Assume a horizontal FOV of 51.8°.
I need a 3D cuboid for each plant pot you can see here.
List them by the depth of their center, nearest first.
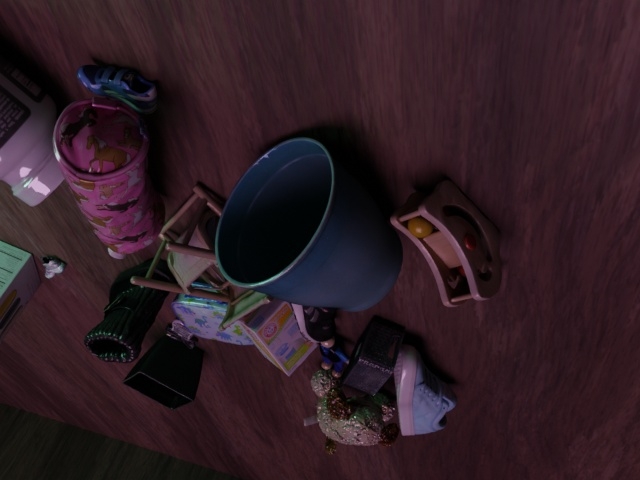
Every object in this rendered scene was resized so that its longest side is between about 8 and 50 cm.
[{"bbox_3d":[0.000,0.000,1.158,0.271,0.272,0.255,-12,148,40],"label":"plant pot"},{"bbox_3d":[-0.468,0.398,2.045,0.188,0.167,0.187,35,145,-16],"label":"plant pot"}]

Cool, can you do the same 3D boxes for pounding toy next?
[{"bbox_3d":[0.214,0.031,1.150,0.269,0.154,0.155,41,142,-24],"label":"pounding toy"}]

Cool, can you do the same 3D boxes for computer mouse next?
[{"bbox_3d":[-0.396,0.256,1.922,0.106,0.042,0.193,31,151,-4],"label":"computer mouse"}]

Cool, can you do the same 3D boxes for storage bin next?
[{"bbox_3d":[0.125,0.278,1.573,0.084,0.122,0.180,22,146,1],"label":"storage bin"}]

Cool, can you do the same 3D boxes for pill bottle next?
[{"bbox_3d":[-0.627,-0.240,1.211,0.210,0.210,0.363,-16,130,43],"label":"pill bottle"}]

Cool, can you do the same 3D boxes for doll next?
[{"bbox_3d":[0.030,0.288,1.695,0.129,0.046,0.189,31,155,26],"label":"doll"}]

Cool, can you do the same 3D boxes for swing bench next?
[{"bbox_3d":[-0.235,0.050,1.434,0.254,0.165,0.253,31,145,-20],"label":"swing bench"}]

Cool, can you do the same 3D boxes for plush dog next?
[{"bbox_3d":[0.083,0.479,1.759,0.262,0.211,0.225,28,165,-10],"label":"plush dog"}]

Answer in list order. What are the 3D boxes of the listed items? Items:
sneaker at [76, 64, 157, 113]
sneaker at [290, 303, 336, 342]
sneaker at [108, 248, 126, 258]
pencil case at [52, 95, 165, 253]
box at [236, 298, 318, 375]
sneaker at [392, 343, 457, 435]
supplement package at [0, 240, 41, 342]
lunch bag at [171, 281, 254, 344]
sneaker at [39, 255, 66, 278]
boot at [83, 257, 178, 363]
[{"bbox_3d":[-0.349,-0.275,1.145,0.144,0.053,0.059,20,148,-12],"label":"sneaker"},{"bbox_3d":[0.009,0.142,1.475,0.124,0.107,0.283,0,141,21],"label":"sneaker"},{"bbox_3d":[-0.483,0.003,1.607,0.061,0.054,0.152,17,146,3],"label":"sneaker"},{"bbox_3d":[-0.383,-0.108,1.239,0.160,0.167,0.386,50,160,12],"label":"pencil case"},{"bbox_3d":[-0.110,0.218,1.608,0.103,0.114,0.203,28,156,43],"label":"box"},{"bbox_3d":[0.261,0.366,1.641,0.150,0.135,0.366,-7,141,4],"label":"sneaker"},{"bbox_3d":[-0.982,0.151,1.911,0.198,0.263,0.199,23,147,0],"label":"supplement package"},{"bbox_3d":[-0.261,0.185,1.698,0.219,0.090,0.176,6,144,24],"label":"lunch bag"},{"bbox_3d":[-0.779,0.069,1.888,0.098,0.038,0.069,-24,124,36],"label":"sneaker"},{"bbox_3d":[-0.514,0.204,1.715,0.131,0.260,0.348,34,144,-16],"label":"boot"}]
